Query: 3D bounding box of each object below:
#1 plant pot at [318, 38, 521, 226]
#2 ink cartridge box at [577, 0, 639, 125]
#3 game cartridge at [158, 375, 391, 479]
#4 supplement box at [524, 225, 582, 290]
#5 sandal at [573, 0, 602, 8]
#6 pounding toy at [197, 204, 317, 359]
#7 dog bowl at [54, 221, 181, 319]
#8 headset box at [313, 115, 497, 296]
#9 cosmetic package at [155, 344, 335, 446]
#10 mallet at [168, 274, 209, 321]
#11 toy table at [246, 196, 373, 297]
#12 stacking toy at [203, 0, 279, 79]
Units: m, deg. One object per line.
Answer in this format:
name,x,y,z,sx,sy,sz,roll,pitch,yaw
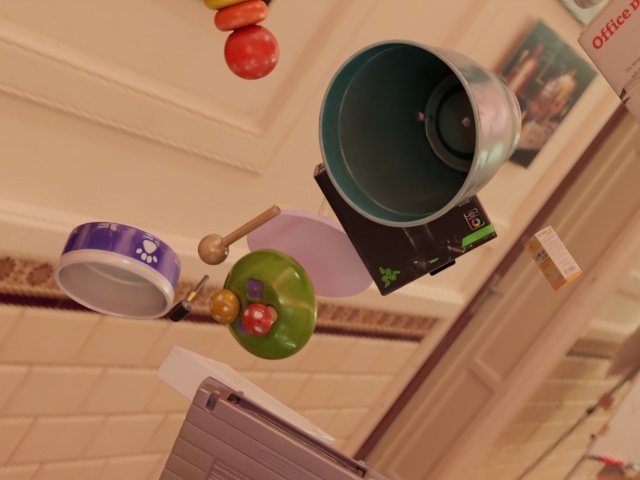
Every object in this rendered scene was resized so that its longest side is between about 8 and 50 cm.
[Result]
plant pot,0.179,-0.173,1.510,0.272,0.271,0.255,40,29,22
ink cartridge box,0.429,-0.198,1.091,0.100,0.172,0.237,-19,70,-35
game cartridge,-0.081,0.403,1.627,0.355,0.230,0.068,29,30,8
supplement box,0.400,0.031,1.679,0.098,0.036,0.062,58,-15,13
sandal,0.536,-0.531,1.739,0.169,0.102,0.416,61,-5,-6
pounding toy,-0.118,0.084,1.550,0.110,0.183,0.236,-12,79,-56
dog bowl,-0.449,0.071,2.170,0.265,0.265,0.104,28,56,-26
headset box,0.161,-0.067,1.817,0.283,0.246,0.131,60,10,-12
cosmetic package,-0.179,0.406,2.368,0.377,0.097,0.284,30,-6,29
mallet,-0.319,0.135,2.466,0.039,0.062,0.189,45,39,-9
toy table,0.000,0.000,2.044,0.274,0.252,0.161,28,32,3
stacking toy,-0.145,-0.416,1.539,0.141,0.141,0.330,-80,155,-76
